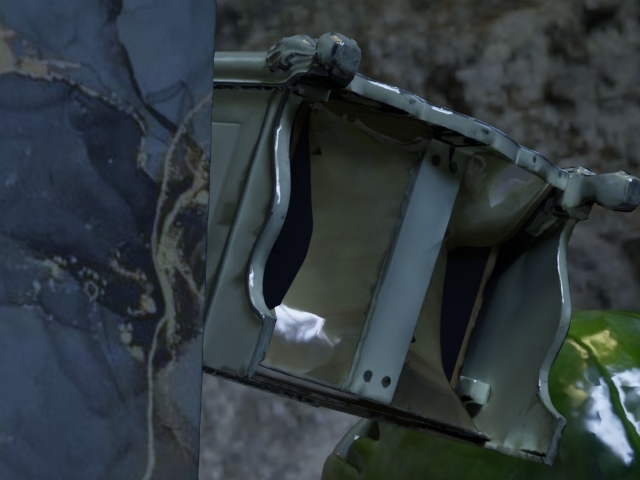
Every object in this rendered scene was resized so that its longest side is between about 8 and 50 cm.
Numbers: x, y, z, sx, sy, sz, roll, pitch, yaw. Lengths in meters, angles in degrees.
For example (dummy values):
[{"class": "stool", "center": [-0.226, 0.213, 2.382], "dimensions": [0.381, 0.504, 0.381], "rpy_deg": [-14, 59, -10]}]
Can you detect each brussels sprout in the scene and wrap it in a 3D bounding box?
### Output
[{"class": "brussels sprout", "center": [0.180, 0.210, 1.383], "dimensions": [0.281, 0.354, 0.289], "rpy_deg": [2, 80, -76]}]

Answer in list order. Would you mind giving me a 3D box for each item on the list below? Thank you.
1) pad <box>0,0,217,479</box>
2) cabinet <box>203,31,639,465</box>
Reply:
[{"class": "pad", "center": [-0.131, -0.061, 0.428], "dimensions": [0.007, 0.247, 0.368], "rpy_deg": [-13, -108, 54]}, {"class": "cabinet", "center": [0.000, 0.000, 1.162], "dimensions": [0.318, 0.290, 0.227], "rpy_deg": [7, -102, 55]}]
